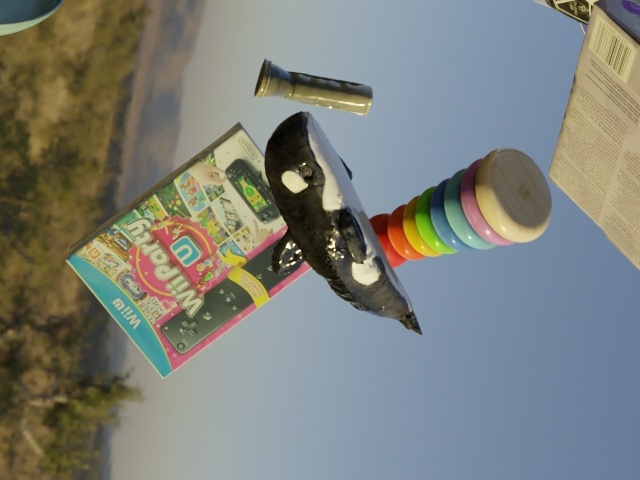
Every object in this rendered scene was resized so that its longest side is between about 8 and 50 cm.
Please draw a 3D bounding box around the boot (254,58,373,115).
[{"bbox_3d":[-0.010,-0.267,2.168,0.189,0.208,0.076,-82,-169,-76],"label":"boot"}]

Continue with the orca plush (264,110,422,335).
[{"bbox_3d":[0.000,0.000,1.186,0.287,0.102,0.151,54,17,-53],"label":"orca plush"}]

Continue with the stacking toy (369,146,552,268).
[{"bbox_3d":[0.184,-0.026,1.817,0.330,0.141,0.141,-23,-129,48],"label":"stacking toy"}]

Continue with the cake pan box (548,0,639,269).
[{"bbox_3d":[0.332,-0.075,1.140,0.267,0.070,0.246,50,-26,32],"label":"cake pan box"}]

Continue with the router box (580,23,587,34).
[{"bbox_3d":[0.489,-0.428,1.919,0.082,0.335,0.301,-14,-158,39],"label":"router box"}]

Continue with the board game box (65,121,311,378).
[{"bbox_3d":[-0.167,0.013,1.701,0.303,0.224,0.097,-37,-166,2],"label":"board game box"}]

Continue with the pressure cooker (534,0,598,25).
[{"bbox_3d":[0.470,-0.405,1.444,0.370,0.420,0.375,-14,127,-59],"label":"pressure cooker"}]

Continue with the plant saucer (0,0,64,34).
[{"bbox_3d":[-0.426,-0.306,1.277,0.317,0.317,0.044,-89,-155,-53],"label":"plant saucer"}]
